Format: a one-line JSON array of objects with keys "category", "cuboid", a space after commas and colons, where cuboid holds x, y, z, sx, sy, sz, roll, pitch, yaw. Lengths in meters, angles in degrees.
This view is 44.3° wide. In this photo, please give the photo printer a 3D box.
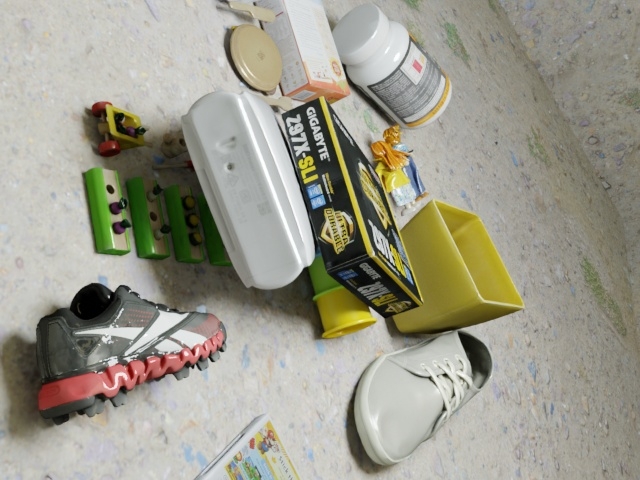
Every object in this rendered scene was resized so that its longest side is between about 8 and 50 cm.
[{"category": "photo printer", "cuboid": [-0.085, -0.076, 1.106, 0.307, 0.107, 0.256, -66, 135, -84]}]

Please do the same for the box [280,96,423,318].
[{"category": "box", "cuboid": [0.057, -0.036, 1.216, 0.322, 0.079, 0.257, 42, 30, -64]}]

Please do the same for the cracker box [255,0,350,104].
[{"category": "cracker box", "cuboid": [-0.036, -0.382, 1.504, 0.155, 0.067, 0.232, -3, 74, -59]}]

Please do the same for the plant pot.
[{"category": "plant pot", "cuboid": [0.227, 0.072, 1.489, 0.212, 0.187, 0.212, 13, 49, -55]}]

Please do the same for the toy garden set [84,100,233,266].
[{"category": "toy garden set", "cuboid": [-0.205, -0.075, 1.062, 0.244, 0.049, 0.204, 9, 64, -55]}]

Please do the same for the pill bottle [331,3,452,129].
[{"category": "pill bottle", "cuboid": [0.154, -0.375, 1.706, 0.278, 0.162, 0.162, 36, 43, -42]}]

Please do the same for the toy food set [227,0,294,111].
[{"category": "toy food set", "cuboid": [-0.114, -0.317, 1.380, 0.132, 0.038, 0.192, -3, 79, -51]}]

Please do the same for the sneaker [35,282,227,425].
[{"category": "sneaker", "cuboid": [-0.209, 0.105, 0.892, 0.276, 0.097, 0.135, -14, 85, -58]}]

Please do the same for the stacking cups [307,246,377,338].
[{"category": "stacking cups", "cuboid": [0.000, 0.000, 1.306, 0.096, 0.096, 0.316, 2, 66, -57]}]

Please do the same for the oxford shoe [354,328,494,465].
[{"category": "oxford shoe", "cuboid": [0.195, 0.259, 1.403, 0.449, 0.130, 0.169, -18, 88, -58]}]

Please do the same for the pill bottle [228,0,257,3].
[{"category": "pill bottle", "cuboid": [-0.148, -0.558, 1.356, 0.153, 0.153, 0.265, -11, 80, -59]}]

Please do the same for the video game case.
[{"category": "video game case", "cuboid": [-0.074, 0.371, 1.008, 0.227, 0.026, 0.206, 64, 31, -6]}]

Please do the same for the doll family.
[{"category": "doll family", "cuboid": [0.159, -0.147, 1.608, 0.163, 0.118, 0.263, 63, 31, -8]}]
